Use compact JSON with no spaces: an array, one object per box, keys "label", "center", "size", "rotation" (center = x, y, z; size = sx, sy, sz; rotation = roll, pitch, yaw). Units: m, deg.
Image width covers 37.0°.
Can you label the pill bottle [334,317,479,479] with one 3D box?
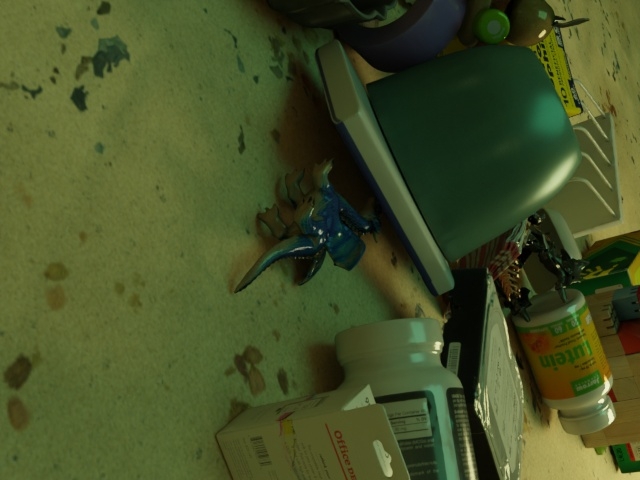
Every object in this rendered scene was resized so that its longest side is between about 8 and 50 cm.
[{"label":"pill bottle","center":[0.100,0.241,1.141],"size":[0.162,0.162,0.278],"rotation":[15,63,-56]}]

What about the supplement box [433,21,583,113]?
[{"label":"supplement box","center":[0.313,-0.294,1.722],"size":[0.356,0.195,0.194],"rotation":[-12,86,-59]}]

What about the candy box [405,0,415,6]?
[{"label":"candy box","center":[0.210,-0.494,1.765],"size":[0.196,0.070,0.165],"rotation":[10,67,-61]}]

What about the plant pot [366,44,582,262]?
[{"label":"plant pot","center":[0.234,-0.146,1.390],"size":[0.293,0.235,0.293],"rotation":[61,11,-21]}]

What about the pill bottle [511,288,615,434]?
[{"label":"pill bottle","center":[0.453,0.224,1.755],"size":[0.136,0.136,0.246],"rotation":[-37,107,-58]}]

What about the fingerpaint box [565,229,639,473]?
[{"label":"fingerpaint box","center":[0.714,0.235,2.153],"size":[0.371,0.163,0.445],"rotation":[-30,102,-58]}]

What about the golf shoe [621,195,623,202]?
[{"label":"golf shoe","center":[0.680,-0.134,2.391],"size":[0.186,0.067,0.086],"rotation":[31,19,-43]}]

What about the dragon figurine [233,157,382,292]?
[{"label":"dragon figurine","center":[0.000,0.000,1.172],"size":[0.144,0.085,0.289],"rotation":[57,32,-24]}]

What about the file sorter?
[{"label":"file sorter","center":[0.477,-0.162,1.936],"size":[0.173,0.193,0.278],"rotation":[40,44,-39]}]

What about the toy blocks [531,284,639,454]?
[{"label":"toy blocks","center":[0.604,0.243,1.871],"size":[0.381,0.261,0.191],"rotation":[65,31,-13]}]

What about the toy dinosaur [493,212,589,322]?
[{"label":"toy dinosaur","center":[0.328,0.017,1.664],"size":[0.218,0.164,0.322],"rotation":[52,46,-16]}]

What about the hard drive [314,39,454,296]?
[{"label":"hard drive","center":[0.089,-0.098,1.319],"size":[0.319,0.040,0.210],"rotation":[58,12,-35]}]

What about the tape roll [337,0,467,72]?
[{"label":"tape roll","center":[0.118,-0.353,1.437],"size":[0.080,0.189,0.189],"rotation":[34,48,-48]}]

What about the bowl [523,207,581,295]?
[{"label":"bowl","center":[0.436,0.019,1.811],"size":[0.053,0.142,0.142],"rotation":[-9,64,-23]}]

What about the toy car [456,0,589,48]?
[{"label":"toy car","center":[0.307,-0.356,1.452],"size":[0.155,0.188,0.149],"rotation":[-123,-139,-69]}]

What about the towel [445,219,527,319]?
[{"label":"towel","center":[0.259,0.024,1.508],"size":[0.029,0.197,0.144],"rotation":[32,40,-6]}]

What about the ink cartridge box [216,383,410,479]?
[{"label":"ink cartridge box","center":[0.006,0.217,0.963],"size":[0.067,0.198,0.115],"rotation":[-31,103,-59]}]

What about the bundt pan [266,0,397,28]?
[{"label":"bundt pan","center":[-0.024,-0.437,1.310],"size":[0.331,0.124,0.331],"rotation":[31,51,-49]}]

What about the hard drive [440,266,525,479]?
[{"label":"hard drive","center":[0.240,0.234,1.391],"size":[0.339,0.064,0.237],"rotation":[68,27,-43]}]
